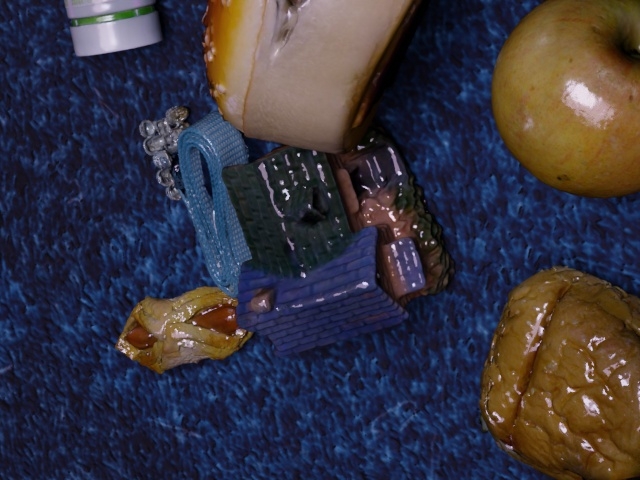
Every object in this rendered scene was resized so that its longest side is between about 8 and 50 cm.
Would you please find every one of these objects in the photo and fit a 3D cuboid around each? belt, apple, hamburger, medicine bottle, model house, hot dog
[{"bbox_3d":[-0.103,-0.034,1.590,0.100,0.065,0.179,9,120,43],"label":"belt"},{"bbox_3d":[0.230,-0.119,1.391,0.182,0.182,0.155,36,143,9],"label":"apple"},{"bbox_3d":[0.240,0.131,1.473,0.206,0.130,0.183,23,108,17],"label":"hamburger"},{"bbox_3d":[-0.204,-0.268,1.560,0.086,0.086,0.183,-5,102,22],"label":"medicine bottle"},{"bbox_3d":[0.000,0.000,1.505,0.166,0.172,0.183,-17,97,25],"label":"model house"},{"bbox_3d":[0.004,-0.218,1.391,0.176,0.300,0.300,25,112,1],"label":"hamburger"},{"bbox_3d":[-0.139,0.088,1.642,0.169,0.061,0.078,-16,96,24],"label":"hot dog"}]
